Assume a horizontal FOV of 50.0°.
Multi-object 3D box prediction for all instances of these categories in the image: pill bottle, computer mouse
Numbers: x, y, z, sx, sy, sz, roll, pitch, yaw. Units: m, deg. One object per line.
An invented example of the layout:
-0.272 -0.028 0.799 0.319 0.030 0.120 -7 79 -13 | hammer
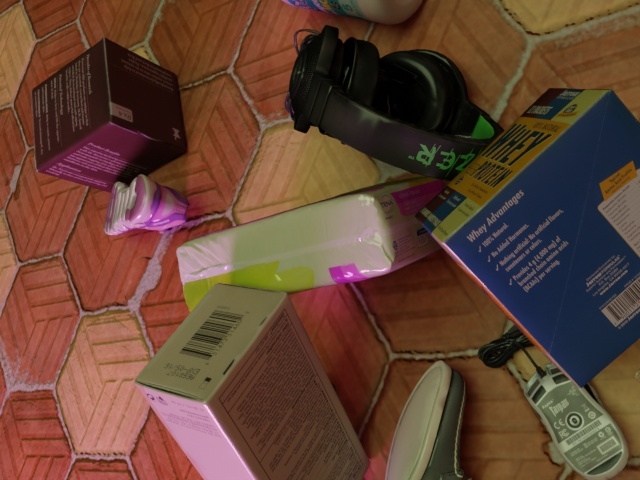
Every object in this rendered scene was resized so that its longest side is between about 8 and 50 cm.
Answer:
0.019 -0.404 0.989 0.264 0.146 0.146 25 95 36 | pill bottle
0.265 0.175 0.761 0.106 0.042 0.193 -39 55 17 | computer mouse

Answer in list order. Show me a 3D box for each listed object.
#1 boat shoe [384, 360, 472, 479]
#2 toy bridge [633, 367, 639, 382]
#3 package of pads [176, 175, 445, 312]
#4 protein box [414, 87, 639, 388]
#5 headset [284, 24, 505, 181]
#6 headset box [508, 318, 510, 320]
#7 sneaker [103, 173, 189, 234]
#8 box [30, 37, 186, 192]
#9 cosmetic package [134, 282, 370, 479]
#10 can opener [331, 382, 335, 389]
0.132 0.306 0.810 0.099 0.116 0.320 16 80 -7 | boat shoe
0.370 0.074 0.619 0.188 0.026 0.063 -57 46 18 | toy bridge
0.000 0.000 0.865 0.296 0.229 0.101 -13 93 31 | package of pads
0.242 -0.010 0.677 0.200 0.136 0.201 -44 101 7 | protein box
0.058 -0.165 0.879 0.394 0.243 0.185 53 131 46 | headset
0.244 0.047 0.806 0.083 0.032 0.062 -40 60 23 | headset box
-0.296 -0.050 1.169 0.236 0.104 0.095 -3 78 57 | sneaker
-0.373 -0.210 1.203 0.203 0.168 0.167 -23 67 28 | box
-0.063 0.216 0.797 0.113 0.310 0.160 5 42 35 | cosmetic package
-0.060 0.180 0.974 0.186 0.073 0.059 34 91 26 | can opener
